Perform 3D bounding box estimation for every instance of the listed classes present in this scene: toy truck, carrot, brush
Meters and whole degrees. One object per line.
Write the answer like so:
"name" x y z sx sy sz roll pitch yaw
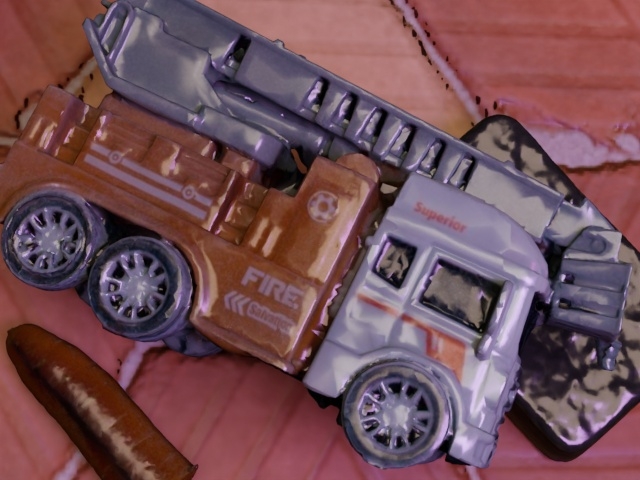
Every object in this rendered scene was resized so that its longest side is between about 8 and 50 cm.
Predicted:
"toy truck" 0.000 0.000 0.664 0.338 0.133 0.184 25 86 12
"carrot" -0.131 0.098 0.712 0.048 0.048 0.139 -41 82 -13
"brush" 0.128 0.027 0.748 0.123 0.059 0.197 -41 82 -10
